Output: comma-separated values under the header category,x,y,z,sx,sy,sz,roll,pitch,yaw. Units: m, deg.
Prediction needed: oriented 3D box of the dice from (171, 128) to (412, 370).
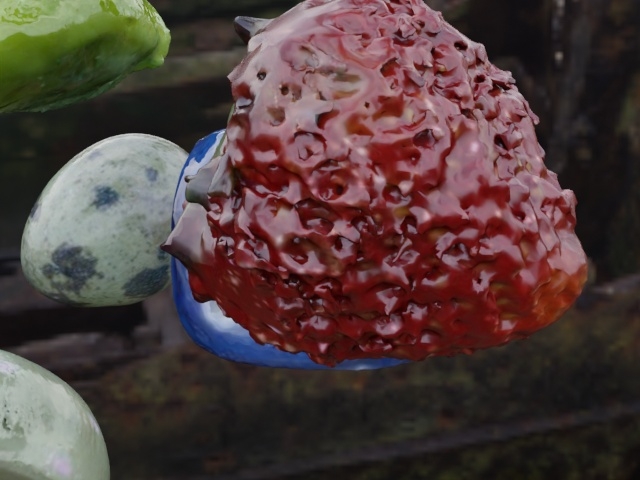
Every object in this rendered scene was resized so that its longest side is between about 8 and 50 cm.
category,x,y,z,sx,sy,sz,roll,pitch,yaw
dice,0.000,0.000,0.934,0.146,0.146,0.143,3,3,23

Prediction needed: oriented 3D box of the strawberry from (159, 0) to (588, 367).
category,x,y,z,sx,sy,sz,roll,pitch,yaw
strawberry,0.030,-0.017,0.726,0.201,0.187,0.184,33,7,6

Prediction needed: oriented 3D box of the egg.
category,x,y,z,sx,sy,sz,roll,pitch,yaw
egg,-0.178,-0.013,1.326,0.181,0.141,0.141,-37,29,-19

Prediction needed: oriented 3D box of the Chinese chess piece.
category,x,y,z,sx,sy,sz,roll,pitch,yaw
Chinese chess piece,-0.287,0.181,1.161,0.250,0.250,0.101,0,49,-1

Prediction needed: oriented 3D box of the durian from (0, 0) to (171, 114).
category,x,y,z,sx,sy,sz,roll,pitch,yaw
durian,-0.213,-0.140,1.095,0.101,0.139,0.250,42,37,23
